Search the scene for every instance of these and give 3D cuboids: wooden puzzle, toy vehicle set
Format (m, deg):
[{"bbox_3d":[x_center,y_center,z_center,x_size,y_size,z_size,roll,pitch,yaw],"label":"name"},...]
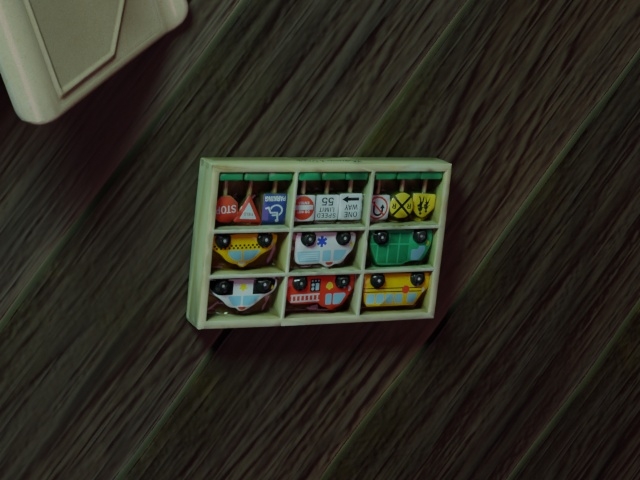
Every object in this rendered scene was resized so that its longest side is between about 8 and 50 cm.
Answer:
[{"bbox_3d":[-0.225,-0.247,1.727,0.239,0.044,0.221,-43,123,-46],"label":"wooden puzzle"},{"bbox_3d":[0.000,0.000,1.953,0.267,0.035,0.166,-2,105,-26],"label":"toy vehicle set"}]
